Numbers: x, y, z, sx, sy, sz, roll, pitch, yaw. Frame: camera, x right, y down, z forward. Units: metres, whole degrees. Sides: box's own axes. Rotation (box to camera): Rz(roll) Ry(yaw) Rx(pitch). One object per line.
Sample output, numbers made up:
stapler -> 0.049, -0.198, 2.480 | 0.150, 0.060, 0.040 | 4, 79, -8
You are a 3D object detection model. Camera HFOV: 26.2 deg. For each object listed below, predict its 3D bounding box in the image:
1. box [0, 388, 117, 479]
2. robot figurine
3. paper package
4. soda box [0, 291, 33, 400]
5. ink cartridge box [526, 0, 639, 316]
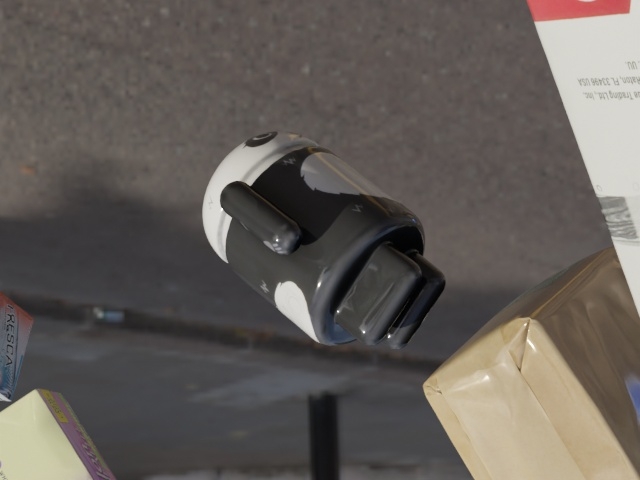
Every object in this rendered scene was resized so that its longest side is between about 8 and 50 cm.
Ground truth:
box -> -0.346, 0.322, 1.541 | 0.243, 0.213, 0.117 | -35, 169, -2
robot figurine -> 0.000, -0.002, 1.469 | 0.173, 0.278, 0.209 | -37, 147, -23
paper package -> 0.298, 0.197, 1.505 | 0.168, 0.309, 0.325 | -32, 177, 31
soda box -> -0.289, 0.066, 0.925 | 0.183, 0.063, 0.058 | 1, 154, 20
ink cartridge box -> 0.208, -0.045, 0.554 | 0.114, 0.273, 0.197 | -30, -162, -24
